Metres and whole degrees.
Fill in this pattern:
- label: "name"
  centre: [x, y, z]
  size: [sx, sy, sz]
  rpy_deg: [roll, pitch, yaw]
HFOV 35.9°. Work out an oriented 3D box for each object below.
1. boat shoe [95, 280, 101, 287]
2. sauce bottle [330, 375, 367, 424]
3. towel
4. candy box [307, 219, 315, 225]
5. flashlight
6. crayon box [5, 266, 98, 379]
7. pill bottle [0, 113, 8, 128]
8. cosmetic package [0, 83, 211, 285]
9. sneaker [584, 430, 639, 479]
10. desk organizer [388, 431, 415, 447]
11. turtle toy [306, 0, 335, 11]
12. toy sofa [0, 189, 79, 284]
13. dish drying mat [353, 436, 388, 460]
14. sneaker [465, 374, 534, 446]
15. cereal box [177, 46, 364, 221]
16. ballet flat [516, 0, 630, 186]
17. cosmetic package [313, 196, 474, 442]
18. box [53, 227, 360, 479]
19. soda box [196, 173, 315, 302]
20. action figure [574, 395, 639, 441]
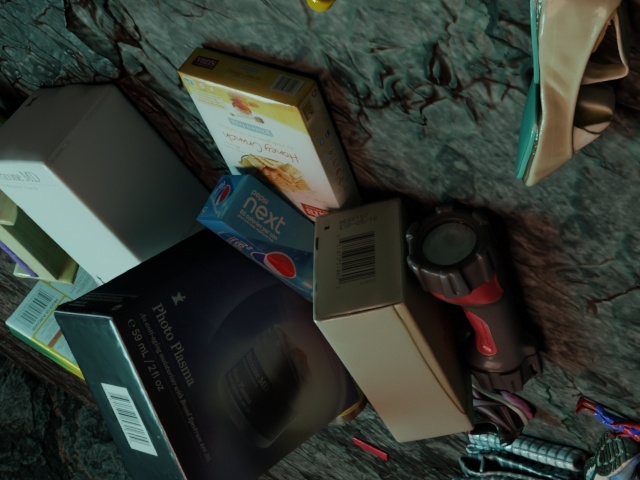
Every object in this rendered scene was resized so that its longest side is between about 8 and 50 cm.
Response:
- label: "boat shoe"
  centre: [-0.316, 0.147, 1.948]
  size: [0.320, 0.118, 0.103]
  rpy_deg: [32, 162, 22]
- label: "sauce bottle"
  centre: [-0.009, 0.174, 1.592]
  size: [0.111, 0.111, 0.344]
  rpy_deg: [19, 152, 31]
- label: "towel"
  centre: [0.366, 0.433, 1.596]
  size: [0.235, 0.121, 0.283]
  rpy_deg: [6, 145, 46]
- label: "candy box"
  centre: [0.000, 0.000, 1.349]
  size: [0.206, 0.027, 0.105]
  rpy_deg: [17, 154, 35]
- label: "flashlight"
  centre: [0.184, 0.083, 1.181]
  size: [0.103, 0.103, 0.304]
  rpy_deg: [48, 171, 39]
- label: "crayon box"
  centre: [-0.484, 0.194, 2.142]
  size: [0.323, 0.203, 0.083]
  rpy_deg: [31, 157, 8]
- label: "pill bottle"
  centre: [-0.563, -0.190, 1.671]
  size: [0.116, 0.065, 0.065]
  rpy_deg: [36, 157, -4]
- label: "cosmetic package"
  centre: [-0.275, -0.020, 1.503]
  size: [0.230, 0.161, 0.453]
  rpy_deg: [7, 144, 47]
- label: "sneaker"
  centre: [0.424, 0.313, 1.385]
  size: [0.073, 0.063, 0.162]
  rpy_deg: [6, 149, -1]
- label: "desk organizer"
  centre: [0.160, 0.317, 1.728]
  size: [0.047, 0.050, 0.130]
  rpy_deg: [30, 157, 8]
- label: "turtle toy"
  centre: [-0.013, -0.257, 0.812]
  size: [0.130, 0.066, 0.095]
  rpy_deg: [35, 155, -1]
- label: "toy sofa"
  centre: [-0.526, -0.051, 1.665]
  size: [0.177, 0.150, 0.362]
  rpy_deg: [9, 162, 5]
- label: "dish drying mat"
  centre: [0.107, 0.441, 2.097]
  size: [0.083, 0.008, 0.032]
  rpy_deg: [24, 154, 24]
- label: "sneaker"
  centre: [0.223, 0.248, 1.477]
  size: [0.178, 0.077, 0.072]
  rpy_deg: [20, 152, 31]
- label: "cereal box"
  centre: [-0.052, -0.113, 1.169]
  size: [0.173, 0.047, 0.240]
  rpy_deg: [20, 153, 30]
- label: "ballet flat"
  centre: [0.201, -0.124, 0.787]
  size: [0.086, 0.086, 0.248]
  rpy_deg: [25, 154, 21]
- label: "cosmetic package"
  centre: [0.096, 0.108, 1.225]
  size: [0.113, 0.160, 0.309]
  rpy_deg: [-13, 140, 18]
- label: "box"
  centre: [-0.143, 0.156, 1.331]
  size: [0.183, 0.294, 0.296]
  rpy_deg: [-2, 115, 51]
- label: "soda box"
  centre: [-0.049, 0.002, 1.250]
  size: [0.210, 0.071, 0.067]
  rpy_deg: [38, 162, -30]
- label: "action figure"
  centre: [0.395, 0.245, 1.311]
  size: [0.115, 0.030, 0.038]
  rpy_deg: [21, 149, 23]
